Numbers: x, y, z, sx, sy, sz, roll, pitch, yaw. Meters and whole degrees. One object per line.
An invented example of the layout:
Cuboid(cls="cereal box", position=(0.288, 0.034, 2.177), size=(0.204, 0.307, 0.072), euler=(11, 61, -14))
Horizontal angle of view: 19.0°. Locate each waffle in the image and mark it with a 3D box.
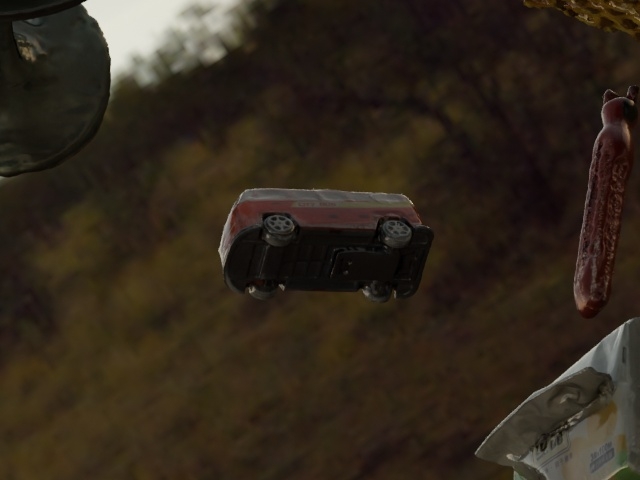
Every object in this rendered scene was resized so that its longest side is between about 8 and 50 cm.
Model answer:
Cuboid(cls="waffle", position=(0.295, -0.264, 2.012), size=(0.312, 0.307, 0.060), euler=(-166, 99, -84))

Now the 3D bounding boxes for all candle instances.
Cuboid(cls="candle", position=(0.323, -0.051, 2.157), size=(0.051, 0.048, 0.329), euler=(87, -166, -51))

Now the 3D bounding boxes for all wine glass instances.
Cuboid(cls="wine glass", position=(-0.272, -0.217, 1.599), size=(0.267, 0.267, 0.406), euler=(-35, -12, -19))

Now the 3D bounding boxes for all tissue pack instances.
Cuboid(cls="tissue pack", position=(0.242, 0.184, 1.742), size=(0.229, 0.145, 0.159), euler=(129, 153, -55))

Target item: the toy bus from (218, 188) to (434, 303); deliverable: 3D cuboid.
Cuboid(cls="toy bus", position=(0.000, 0.000, 1.588), size=(0.174, 0.077, 0.079), euler=(2, -50, -17))
